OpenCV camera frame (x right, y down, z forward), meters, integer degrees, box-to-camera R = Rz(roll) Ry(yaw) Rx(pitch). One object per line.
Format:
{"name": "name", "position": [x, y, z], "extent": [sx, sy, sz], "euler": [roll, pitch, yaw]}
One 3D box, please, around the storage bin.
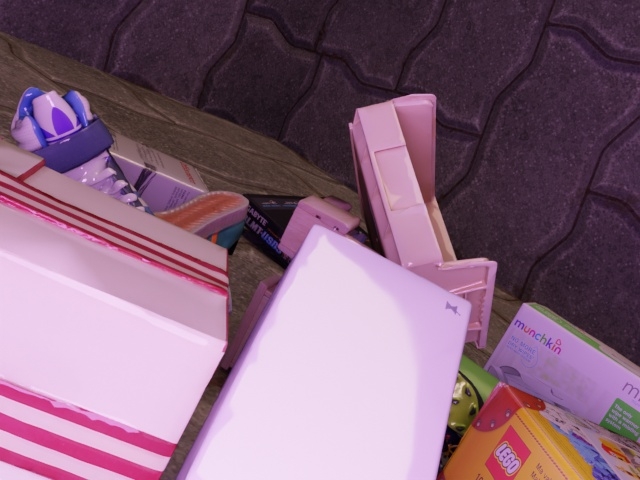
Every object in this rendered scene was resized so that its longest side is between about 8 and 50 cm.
{"name": "storage bin", "position": [0.130, -0.014, 0.981], "extent": [0.260, 0.123, 0.262], "euler": [77, 1, -58]}

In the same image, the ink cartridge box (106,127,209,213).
{"name": "ink cartridge box", "position": [-0.364, -0.118, 1.367], "extent": [0.272, 0.114, 0.197], "euler": [22, 12, -25]}

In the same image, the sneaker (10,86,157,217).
{"name": "sneaker", "position": [-0.302, -0.069, 0.946], "extent": [0.323, 0.130, 0.236], "euler": [45, -20, 40]}

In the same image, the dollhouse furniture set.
{"name": "dollhouse furniture set", "position": [0.053, 0.086, 1.029], "extent": [0.198, 0.287, 0.303], "euler": [32, 22, 12]}

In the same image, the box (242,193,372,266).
{"name": "box", "position": [0.000, 0.000, 1.680], "extent": [0.295, 0.073, 0.293], "euler": [0, 33, -49]}

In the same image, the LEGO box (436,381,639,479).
{"name": "LEGO box", "position": [0.354, 0.385, 0.663], "extent": [0.372, 0.193, 0.500], "euler": [25, 12, -17]}

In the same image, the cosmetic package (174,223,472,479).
{"name": "cosmetic package", "position": [-0.018, 0.153, 0.520], "extent": [0.138, 0.225, 0.224], "euler": [28, 42, -2]}

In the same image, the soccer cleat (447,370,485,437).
{"name": "soccer cleat", "position": [0.202, 0.237, 0.981], "extent": [0.179, 0.060, 0.072], "euler": [52, 6, -1]}

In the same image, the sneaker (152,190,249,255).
{"name": "sneaker", "position": [-0.223, 0.016, 1.162], "extent": [0.108, 0.121, 0.302], "euler": [23, 29, 29]}

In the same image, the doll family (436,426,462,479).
{"name": "doll family", "position": [0.148, 0.269, 0.994], "extent": [0.193, 0.076, 0.111], "euler": [38, 10, 29]}

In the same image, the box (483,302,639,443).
{"name": "box", "position": [0.396, 0.267, 1.187], "extent": [0.262, 0.231, 0.126], "euler": [37, 14, 34]}

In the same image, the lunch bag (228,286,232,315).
{"name": "lunch bag", "position": [-0.176, 0.079, 1.110], "extent": [0.071, 0.053, 0.083], "euler": [14, 27, -47]}

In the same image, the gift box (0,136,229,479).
{"name": "gift box", "position": [-0.223, 0.057, 0.563], "extent": [0.258, 0.277, 0.255], "euler": [24, 7, -14]}

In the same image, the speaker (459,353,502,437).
{"name": "speaker", "position": [0.248, 0.268, 1.100], "extent": [0.296, 0.131, 0.131], "euler": [36, 13, 32]}
